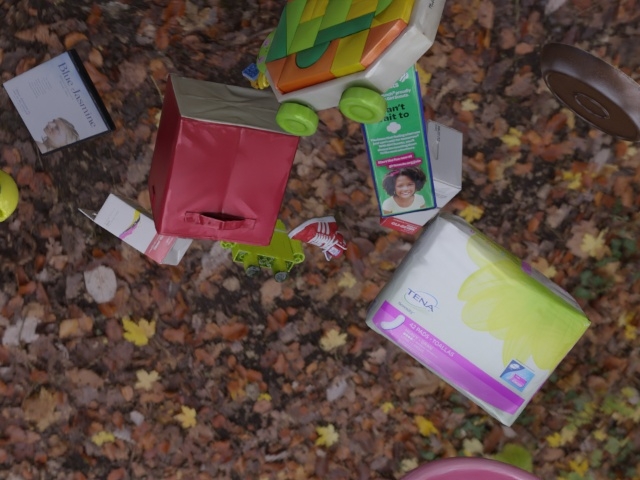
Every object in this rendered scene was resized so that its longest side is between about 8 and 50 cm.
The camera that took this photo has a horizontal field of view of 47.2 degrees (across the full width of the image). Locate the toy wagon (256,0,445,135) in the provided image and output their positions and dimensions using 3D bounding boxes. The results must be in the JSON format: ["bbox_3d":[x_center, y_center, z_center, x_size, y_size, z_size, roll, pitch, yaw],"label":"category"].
[{"bbox_3d":[0.013,-0.268,0.956,0.068,0.344,0.267,32,67,-38],"label":"toy wagon"}]

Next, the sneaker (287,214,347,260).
[{"bbox_3d":[0.000,0.000,1.129,0.042,0.118,0.067,-34,80,32],"label":"sneaker"}]

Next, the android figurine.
[{"bbox_3d":[-0.164,-0.003,1.996,0.248,0.273,0.056,14,128,-25],"label":"android figurine"}]

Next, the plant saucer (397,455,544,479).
[{"bbox_3d":[0.205,0.428,0.886,0.332,0.332,0.084,-6,136,-19],"label":"plant saucer"}]

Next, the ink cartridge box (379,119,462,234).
[{"bbox_3d":[0.277,-0.170,2.025,0.114,0.273,0.197,17,58,-15],"label":"ink cartridge box"}]

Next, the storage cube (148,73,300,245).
[{"bbox_3d":[-0.160,-0.128,1.148,0.183,0.215,0.193,6,120,-21],"label":"storage cube"}]

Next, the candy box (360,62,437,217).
[{"bbox_3d":[0.132,-0.251,1.414,0.122,0.268,0.317,-13,127,6],"label":"candy box"}]

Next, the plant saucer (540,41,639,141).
[{"bbox_3d":[0.578,-0.297,1.527,0.310,0.310,0.050,34,95,-28],"label":"plant saucer"}]

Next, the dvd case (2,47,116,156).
[{"bbox_3d":[-0.560,-0.287,1.561,0.022,0.253,0.180,-45,118,-48],"label":"dvd case"}]

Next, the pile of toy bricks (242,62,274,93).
[{"bbox_3d":[-0.062,-0.285,1.469,0.118,0.212,0.105,-46,152,-20],"label":"pile of toy bricks"}]

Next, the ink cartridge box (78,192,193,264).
[{"bbox_3d":[-0.361,-0.031,1.436,0.198,0.115,0.067,32,90,6],"label":"ink cartridge box"}]

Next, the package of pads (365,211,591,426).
[{"bbox_3d":[0.252,0.118,1.183,0.296,0.101,0.229,35,103,5],"label":"package of pads"}]

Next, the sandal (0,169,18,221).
[{"bbox_3d":[-0.651,-0.024,1.171,0.317,0.138,0.126,-43,73,-7],"label":"sandal"}]
